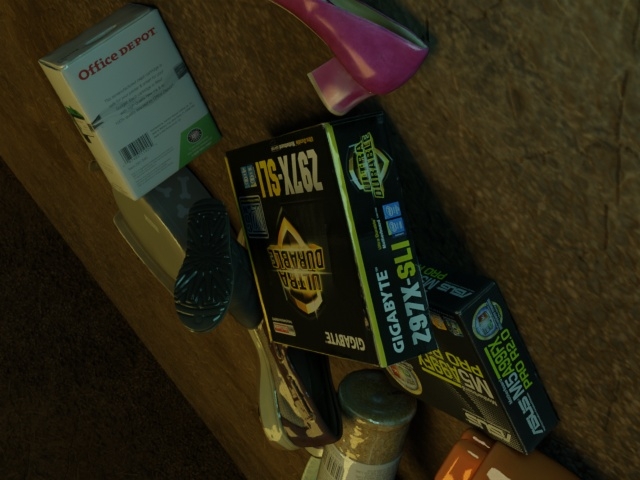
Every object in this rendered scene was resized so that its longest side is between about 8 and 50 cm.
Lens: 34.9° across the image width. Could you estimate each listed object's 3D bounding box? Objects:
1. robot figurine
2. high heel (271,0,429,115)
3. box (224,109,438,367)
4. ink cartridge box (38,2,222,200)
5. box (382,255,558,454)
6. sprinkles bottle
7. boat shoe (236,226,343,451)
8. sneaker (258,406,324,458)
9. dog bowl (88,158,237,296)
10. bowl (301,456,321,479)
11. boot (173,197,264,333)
[{"bbox_3d":[0.245,0.316,1.205,0.219,0.128,0.158,32,161,14],"label":"robot figurine"},{"bbox_3d":[0.000,-0.237,0.908,0.117,0.082,0.244,-29,86,42],"label":"high heel"},{"bbox_3d":[0.000,0.000,1.167,0.322,0.079,0.257,0,103,67],"label":"box"},{"bbox_3d":[-0.259,-0.193,1.403,0.092,0.160,0.219,26,148,50],"label":"ink cartridge box"},{"bbox_3d":[0.139,0.118,1.218,0.270,0.060,0.216,21,143,56],"label":"box"},{"bbox_3d":[0.054,0.364,1.559,0.121,0.121,0.355,38,132,33],"label":"sprinkles bottle"},{"bbox_3d":[-0.032,0.125,1.444,0.123,0.123,0.342,-13,81,38],"label":"boat shoe"},{"bbox_3d":[-0.039,0.313,1.951,0.283,0.107,0.124,9,119,58],"label":"sneaker"},{"bbox_3d":[-0.264,-0.027,1.800,0.349,0.102,0.349,43,159,21],"label":"dog bowl"},{"bbox_3d":[0.068,0.539,1.941,0.156,0.290,0.289,13,171,-19],"label":"bowl"},{"bbox_3d":[-0.121,0.066,1.296,0.076,0.190,0.208,3,151,8],"label":"boot"}]
